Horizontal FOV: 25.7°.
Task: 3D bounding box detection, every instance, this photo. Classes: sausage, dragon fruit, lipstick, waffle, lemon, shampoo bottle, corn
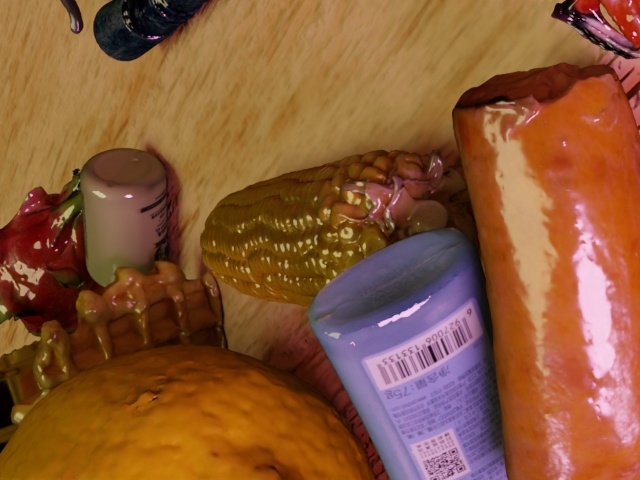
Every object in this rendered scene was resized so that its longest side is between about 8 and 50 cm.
[{"bbox_3d":[0.138,0.040,0.756,0.109,0.109,0.270,17,122,57],"label":"sausage"},{"bbox_3d":[-0.258,0.009,1.418,0.236,0.135,0.137,-41,64,42],"label":"dragon fruit"},{"bbox_3d":[-0.109,-0.194,1.108,0.234,0.053,0.053,-13,96,57],"label":"lipstick"},{"bbox_3d":[-0.187,0.138,1.266,0.057,0.219,0.229,28,132,49],"label":"waffle"},{"bbox_3d":[-0.110,0.237,1.101,0.336,0.336,0.336,39,139,44],"label":"lemon"},{"bbox_3d":[0.080,0.112,0.860,0.061,0.104,0.258,55,172,51],"label":"shampoo bottle"},{"bbox_3d":[-0.182,-0.002,1.315,0.079,0.079,0.162,43,142,41],"label":"shampoo bottle"},{"bbox_3d":[0.000,0.000,0.969,0.305,0.106,0.106,-8,100,63],"label":"corn"}]

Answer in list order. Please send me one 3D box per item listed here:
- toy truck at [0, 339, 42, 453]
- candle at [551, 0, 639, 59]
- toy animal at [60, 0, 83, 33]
[{"bbox_3d":[-0.296,0.317,1.555,0.405,0.254,0.180,69,157,9],"label":"toy truck"},{"bbox_3d":[0.111,-0.216,0.680,0.059,0.084,0.301,-78,-36,-83],"label":"candle"},{"bbox_3d":[-0.244,-0.326,1.214,0.137,0.082,0.269,45,143,41],"label":"toy animal"}]
